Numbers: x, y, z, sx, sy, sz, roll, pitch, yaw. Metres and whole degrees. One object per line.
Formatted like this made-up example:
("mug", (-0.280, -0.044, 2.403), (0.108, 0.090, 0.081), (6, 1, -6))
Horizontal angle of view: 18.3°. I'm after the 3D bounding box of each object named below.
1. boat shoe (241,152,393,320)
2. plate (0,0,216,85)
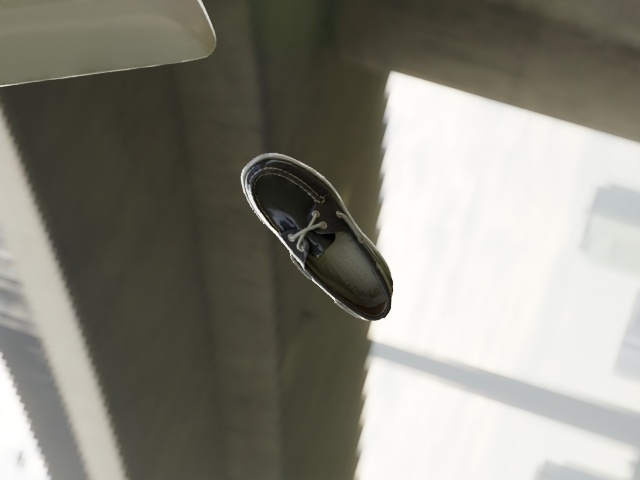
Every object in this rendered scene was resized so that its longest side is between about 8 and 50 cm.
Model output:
("boat shoe", (0.000, 0.000, 1.189), (0.046, 0.125, 0.038), (-34, 24, 11))
("plate", (-0.231, -0.222, 1.299), (0.278, 0.277, 0.045), (67, 152, 25))
